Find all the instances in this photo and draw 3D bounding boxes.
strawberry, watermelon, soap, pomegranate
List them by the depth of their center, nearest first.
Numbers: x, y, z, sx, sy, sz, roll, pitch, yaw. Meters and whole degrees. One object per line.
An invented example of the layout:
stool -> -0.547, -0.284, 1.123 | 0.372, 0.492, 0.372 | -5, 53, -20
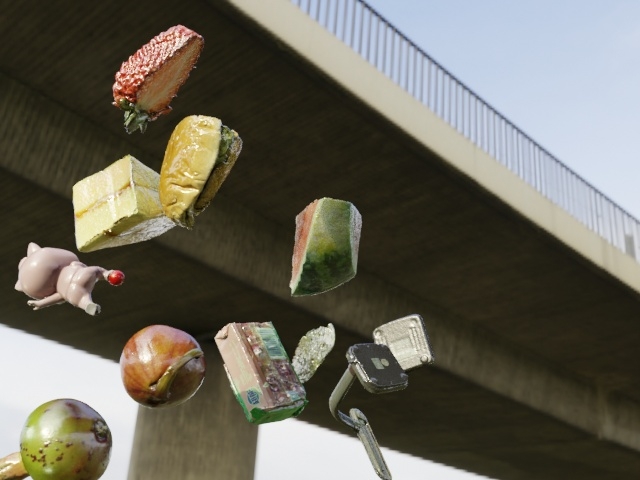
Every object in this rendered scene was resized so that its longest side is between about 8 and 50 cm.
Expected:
pomegranate -> -0.448, 0.356, 1.380 | 0.205, 0.159, 0.159 | -23, -27, -1
strawberry -> -0.395, -0.390, 1.930 | 0.106, 0.286, 0.188 | 41, 10, 11
soap -> -0.150, 0.335, 2.140 | 0.218, 0.273, 0.098 | 2, -39, -47
watermelon -> 0.000, 0.000, 2.209 | 0.193, 0.231, 0.310 | 5, -63, 12

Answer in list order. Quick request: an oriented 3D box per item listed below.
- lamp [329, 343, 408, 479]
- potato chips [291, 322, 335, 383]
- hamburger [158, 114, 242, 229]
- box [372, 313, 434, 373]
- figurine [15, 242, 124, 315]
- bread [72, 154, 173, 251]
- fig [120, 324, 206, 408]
lamp -> 0.105, 0.366, 1.696 | 0.125, 0.203, 0.283 | -12, -43, -26
potato chips -> -0.032, 0.324, 2.380 | 0.142, 0.209, 0.026 | 41, -11, 51
hamburger -> -0.255, -0.138, 1.618 | 0.135, 0.207, 0.155 | 29, -12, -10
box -> 0.187, 0.241, 1.883 | 0.126, 0.125, 0.027 | -23, -22, 19
figurine -> -0.690, 0.118, 2.246 | 0.288, 0.176, 0.186 | 11, -7, 17
bread -> -0.366, -0.035, 1.717 | 0.168, 0.163, 0.264 | -30, -36, 21
fig -> -0.350, 0.286, 1.829 | 0.205, 0.205, 0.205 | 3, -25, 1
